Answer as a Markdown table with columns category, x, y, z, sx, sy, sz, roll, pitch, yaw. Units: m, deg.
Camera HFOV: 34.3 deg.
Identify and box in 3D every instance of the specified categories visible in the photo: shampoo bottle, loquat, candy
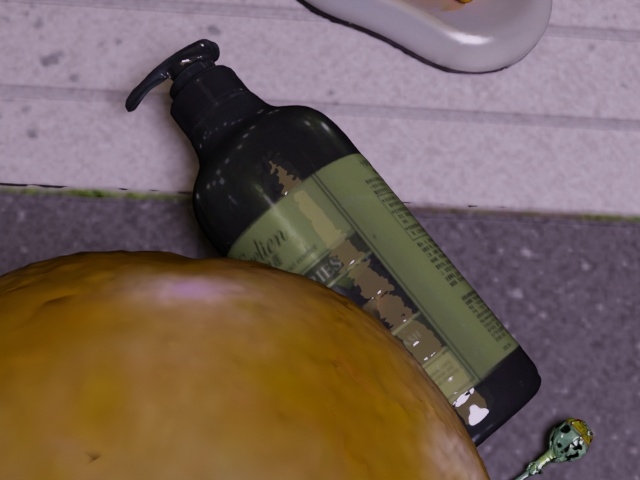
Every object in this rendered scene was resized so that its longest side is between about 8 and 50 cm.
| category | x | y | z | sx | sy | sz | roll | pitch | yaw |
| --- | --- | --- | --- | --- | --- | --- | --- | --- | --- |
| shampoo bottle | 0.000 | 0.000 | 0.592 | 0.101 | 0.101 | 0.284 | -36 | 80 | -15 |
| loquat | -0.075 | 0.162 | 0.410 | 0.328 | 0.359 | 0.328 | 0 | 85 | -6 |
| candy | 0.124 | 0.133 | 0.607 | 0.083 | 0.025 | 0.023 | -33 | 97 | -8 |

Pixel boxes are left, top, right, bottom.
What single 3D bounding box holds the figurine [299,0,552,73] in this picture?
| category | x | y | z | sx | sy | sz | roll | pitch | yaw |
| --- | --- | --- | --- | --- | --- | --- | --- | --- | --- |
| figurine | 0.057 | -0.230 | 0.647 | 0.250 | 0.141 | 0.166 | 36 | 72 | 5 |
